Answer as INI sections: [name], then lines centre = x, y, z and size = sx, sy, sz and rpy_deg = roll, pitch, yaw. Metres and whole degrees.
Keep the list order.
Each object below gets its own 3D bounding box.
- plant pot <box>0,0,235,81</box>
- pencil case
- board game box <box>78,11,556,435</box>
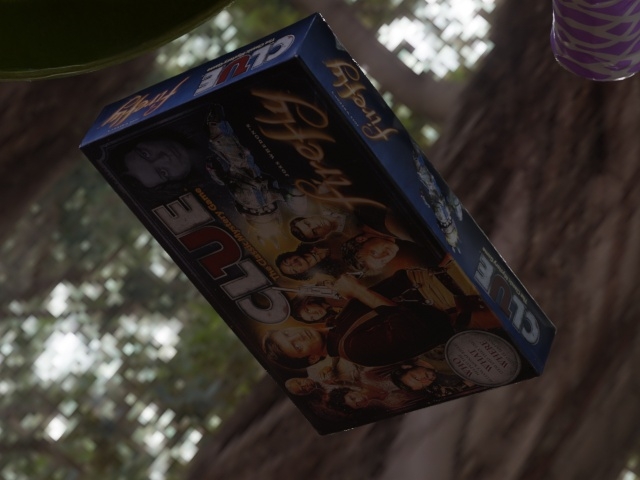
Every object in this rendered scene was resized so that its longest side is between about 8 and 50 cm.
[plant pot]
centre = -0.218, -0.363, 1.380
size = 0.366, 0.366, 0.353
rpy_deg = 88, -21, -54
[pencil case]
centre = 0.216, -0.199, 1.463
size = 0.088, 0.086, 0.206
rpy_deg = 11, -24, 9
[board game box]
centre = 0.000, 0.000, 1.123
size = 0.165, 0.042, 0.243
rpy_deg = -20, -60, 36
